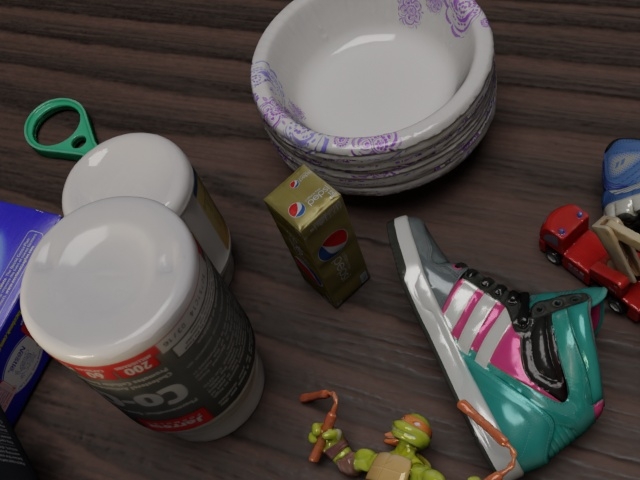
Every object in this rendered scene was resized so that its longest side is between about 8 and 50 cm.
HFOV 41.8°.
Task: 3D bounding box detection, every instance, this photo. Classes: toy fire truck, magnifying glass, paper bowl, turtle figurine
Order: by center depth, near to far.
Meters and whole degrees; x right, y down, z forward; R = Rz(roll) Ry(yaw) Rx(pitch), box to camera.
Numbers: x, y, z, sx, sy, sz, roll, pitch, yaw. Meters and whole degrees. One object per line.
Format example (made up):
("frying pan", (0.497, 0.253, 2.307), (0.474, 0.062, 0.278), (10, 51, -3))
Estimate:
("turtle figurine", (0.052, 0.250, 0.801), (0.270, 0.087, 0.217), (7, 63, 43))
("toy fire truck", (0.303, 0.017, 0.845), (0.047, 0.135, 0.192), (-40, 59, -11))
("paper bowl", (0.069, -0.179, 1.014), (0.284, 0.148, 0.284), (-7, 58, 11))
("magnifying glass", (-0.326, -0.129, 1.158), (0.231, 0.026, 0.092), (35, 73, 28))

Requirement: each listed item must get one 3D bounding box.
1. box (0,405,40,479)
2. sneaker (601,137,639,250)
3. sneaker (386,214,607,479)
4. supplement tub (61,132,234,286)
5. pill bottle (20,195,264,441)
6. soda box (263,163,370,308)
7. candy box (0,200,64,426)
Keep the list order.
("box", (-0.403, 0.359, 0.751), (0.343, 0.179, 0.312), (-45, 58, 4))
("sneaker", (0.459, -0.093, 0.877), (0.330, 0.129, 0.147), (-8, 61, 10))
("sneaker", (0.193, 0.073, 0.844), (0.178, 0.124, 0.295), (-26, 65, 4))
("supplement tub", (-0.184, -0.010, 0.946), (0.144, 0.199, 0.144), (-6, 58, 10))
("pill bottle", (-0.155, 0.095, 0.827), (0.161, 0.283, 0.161), (-6, 59, 10))
("soda box", (0.000, 0.000, 0.904), (0.058, 0.181, 0.061), (-42, 60, -12))
("candy box", (-0.473, 0.073, 1.017), (0.317, 0.122, 0.268), (14, 65, 20))
